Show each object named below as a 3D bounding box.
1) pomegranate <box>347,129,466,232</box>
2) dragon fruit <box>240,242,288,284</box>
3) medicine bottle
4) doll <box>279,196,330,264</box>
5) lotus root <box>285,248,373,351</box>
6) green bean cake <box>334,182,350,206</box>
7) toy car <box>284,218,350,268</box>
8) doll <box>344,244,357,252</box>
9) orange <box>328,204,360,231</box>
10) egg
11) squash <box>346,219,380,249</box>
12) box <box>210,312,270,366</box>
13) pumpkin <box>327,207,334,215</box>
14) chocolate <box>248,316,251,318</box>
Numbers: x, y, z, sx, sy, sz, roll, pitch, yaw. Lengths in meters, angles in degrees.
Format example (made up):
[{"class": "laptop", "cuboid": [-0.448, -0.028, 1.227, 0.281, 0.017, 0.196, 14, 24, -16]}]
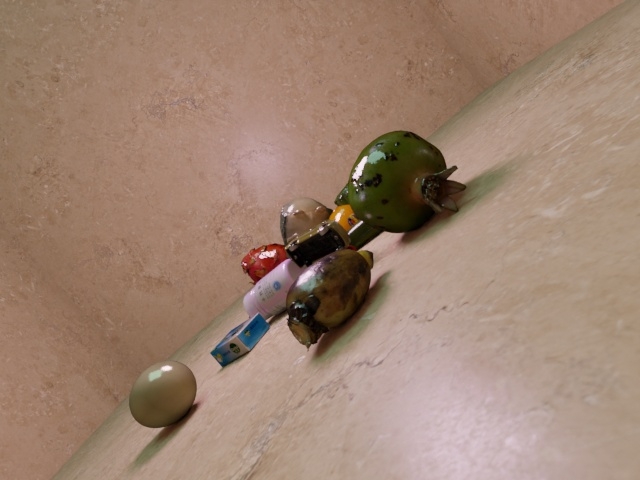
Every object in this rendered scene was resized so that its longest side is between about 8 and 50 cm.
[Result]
[{"class": "pomegranate", "cuboid": [0.214, -0.151, 1.137, 0.290, 0.291, 0.323, -40, 14, 8]}, {"class": "dragon fruit", "cuboid": [-0.245, 0.134, 2.193, 0.314, 0.251, 0.250, 9, -27, -33]}, {"class": "medicine bottle", "cuboid": [-0.160, 0.190, 1.556, 0.254, 0.152, 0.152, -38, 6, 26]}, {"class": "doll", "cuboid": [-0.071, -0.023, 1.934, 0.247, 0.247, 0.350, -46, -28, -49]}, {"class": "lotus root", "cuboid": [0.023, 0.108, 0.959, 0.169, 0.141, 0.314, -28, 12, 49]}, {"class": "green bean cake", "cuboid": [0.248, -0.293, 2.358, 0.319, 0.218, 0.335, -38, 4, 26]}, {"class": "toy car", "cuboid": [0.000, 0.000, 1.366, 0.256, 0.101, 0.124, -27, 18, 44]}, {"class": "doll", "cuboid": [0.042, 0.081, 1.390, 0.188, 0.099, 0.384, -39, 12, 6]}, {"class": "orange", "cuboid": [0.116, -0.077, 1.845, 0.178, 0.155, 0.177, -51, 9, 11]}, {"class": "egg", "cuboid": [-0.485, 0.475, 1.290, 0.242, 0.186, 0.186, -49, 0, 30]}, {"class": "squash", "cuboid": [0.196, -0.064, 1.517, 0.331, 0.087, 0.087, -36, 6, 26]}, {"class": "box", "cuboid": [-0.288, 0.355, 1.499, 0.194, 0.073, 0.139, -36, 6, 37]}, {"class": "pumpkin", "cuboid": [-0.019, -0.047, 2.284, 0.300, 0.207, 0.300, -38, -9, -7]}, {"class": "chocolate", "cuboid": [-0.312, 0.347, 1.994, 0.064, 0.031, 0.100, -48, 9, -25]}]
